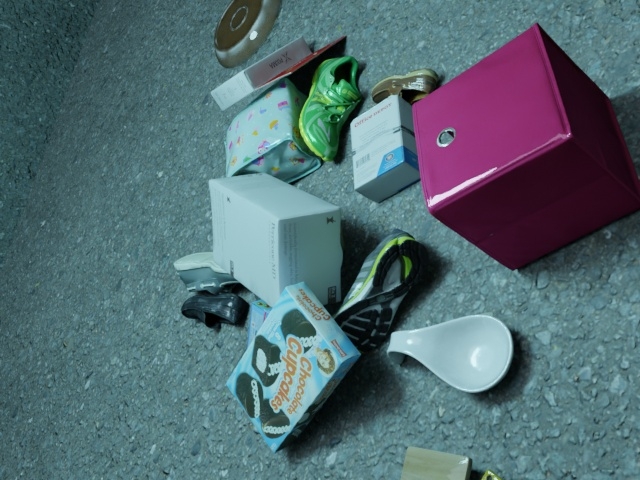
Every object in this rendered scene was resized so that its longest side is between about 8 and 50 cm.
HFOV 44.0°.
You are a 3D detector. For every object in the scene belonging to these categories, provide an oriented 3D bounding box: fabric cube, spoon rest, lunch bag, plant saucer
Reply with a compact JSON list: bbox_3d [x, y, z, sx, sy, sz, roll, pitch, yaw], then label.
[{"bbox_3d":[0.341,-0.147,1.329,0.258,0.259,0.254,-30,47,34],"label":"fabric cube"},{"bbox_3d":[0.219,0.196,1.402,0.276,0.084,0.137,-5,65,48],"label":"spoon rest"},{"bbox_3d":[-0.138,-0.245,2.023,0.262,0.160,0.223,-28,49,28],"label":"lunch bag"},{"bbox_3d":[-0.244,-0.694,2.509,0.311,0.050,0.310,-27,50,38],"label":"plant saucer"}]

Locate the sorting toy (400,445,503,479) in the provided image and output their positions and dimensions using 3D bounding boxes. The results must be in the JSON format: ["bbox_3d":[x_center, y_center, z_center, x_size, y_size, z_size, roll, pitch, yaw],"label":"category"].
[{"bbox_3d":[0.201,0.421,1.313,0.274,0.046,0.132,-5,64,48],"label":"sorting toy"}]

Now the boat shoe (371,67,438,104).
[{"bbox_3d":[0.183,-0.335,1.784,0.178,0.064,0.060,-9,60,43],"label":"boat shoe"}]

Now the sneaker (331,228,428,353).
[{"bbox_3d":[0.109,0.104,1.586,0.300,0.111,0.121,-53,13,18],"label":"sneaker"}]

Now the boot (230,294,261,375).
[{"bbox_3d":[-0.140,0.224,1.815,0.189,0.076,0.208,41,106,51],"label":"boot"}]

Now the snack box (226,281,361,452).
[{"bbox_3d":[-0.062,0.256,1.570,0.187,0.060,0.322,50,130,23],"label":"snack box"}]

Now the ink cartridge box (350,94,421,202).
[{"bbox_3d":[0.144,-0.200,1.732,0.140,0.082,0.190,-28,47,35],"label":"ink cartridge box"}]

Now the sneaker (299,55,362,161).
[{"bbox_3d":[0.029,-0.332,1.922,0.123,0.109,0.295,-19,54,46],"label":"sneaker"}]

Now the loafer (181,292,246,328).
[{"bbox_3d":[-0.277,0.181,1.984,0.223,0.076,0.078,-8,54,42],"label":"loafer"}]

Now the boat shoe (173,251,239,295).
[{"bbox_3d":[-0.247,0.089,2.018,0.319,0.116,0.099,0,111,42],"label":"boat shoe"}]

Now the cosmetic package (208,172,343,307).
[{"bbox_3d":[-0.106,-0.007,1.754,0.385,0.156,0.217,28,124,59],"label":"cosmetic package"}]

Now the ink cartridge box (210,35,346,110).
[{"bbox_3d":[-0.108,-0.461,2.066,0.261,0.066,0.296,-21,17,40],"label":"ink cartridge box"}]

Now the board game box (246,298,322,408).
[{"bbox_3d":[-0.071,0.238,1.647,0.211,0.039,0.160,29,120,39],"label":"board game box"}]

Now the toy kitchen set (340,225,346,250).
[{"bbox_3d":[0.000,0.000,1.784,0.083,0.068,0.075,-36,44,30],"label":"toy kitchen set"}]
